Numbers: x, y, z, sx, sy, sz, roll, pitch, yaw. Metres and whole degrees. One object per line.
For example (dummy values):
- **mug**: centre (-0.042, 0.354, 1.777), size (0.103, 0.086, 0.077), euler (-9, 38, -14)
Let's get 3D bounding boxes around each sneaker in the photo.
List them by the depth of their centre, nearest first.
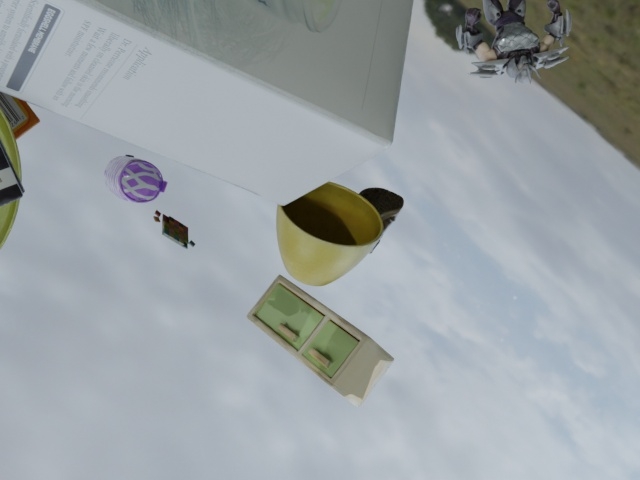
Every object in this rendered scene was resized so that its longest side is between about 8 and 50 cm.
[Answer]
- **sneaker**: centre (0.066, -0.021, 1.134), size (0.066, 0.071, 0.188), euler (28, -149, 14)

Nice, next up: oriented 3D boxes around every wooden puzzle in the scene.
- **wooden puzzle**: centre (-0.231, -0.015, 1.216), size (0.083, 0.006, 0.049), euler (34, -152, -34)

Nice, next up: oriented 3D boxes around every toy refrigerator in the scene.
- **toy refrigerator**: centre (-0.009, 0.164, 1.314), size (0.269, 0.102, 0.094), euler (32, 171, 48)

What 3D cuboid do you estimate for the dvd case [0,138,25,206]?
- **dvd case**: centre (-0.300, -0.096, 0.451), size (0.018, 0.164, 0.221), euler (36, 147, 62)

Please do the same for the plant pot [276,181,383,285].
- **plant pot**: centre (0.000, 0.000, 0.956), size (0.134, 0.095, 0.134), euler (14, -144, -10)

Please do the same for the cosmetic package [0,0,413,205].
- **cosmetic package**: centre (-0.065, -0.173, 0.462), size (0.224, 0.138, 0.224), euler (21, -113, -27)

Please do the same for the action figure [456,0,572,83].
- **action figure**: centre (0.307, -0.374, 1.266), size (0.185, 0.099, 0.285), euler (-4, -115, -9)

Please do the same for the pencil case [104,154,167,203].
- **pencil case**: centre (-0.359, -0.116, 1.466), size (0.088, 0.086, 0.206), euler (21, -179, -24)

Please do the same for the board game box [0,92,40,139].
- **board game box**: centre (-0.678, -0.179, 0.983), size (0.356, 0.356, 0.356), euler (-53, -55, -37)

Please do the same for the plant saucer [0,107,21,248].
- **plant saucer**: centre (-0.404, -0.062, 0.762), size (0.241, 0.241, 0.037), euler (43, -175, 4)
